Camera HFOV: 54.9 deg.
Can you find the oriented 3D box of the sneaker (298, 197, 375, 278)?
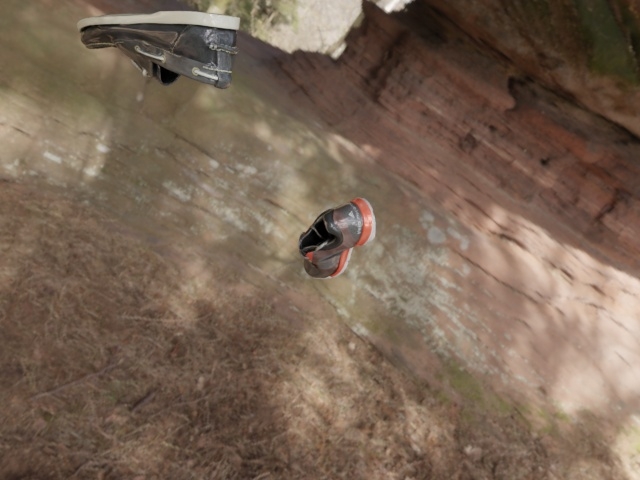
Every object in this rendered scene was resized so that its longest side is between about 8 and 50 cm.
[{"bbox_3d":[0.000,0.000,0.655,0.064,0.158,0.061,-10,69,-25],"label":"sneaker"}]

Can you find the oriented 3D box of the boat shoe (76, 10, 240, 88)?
[{"bbox_3d":[-0.186,-0.210,0.674,0.233,0.079,0.084,15,25,33],"label":"boat shoe"}]
